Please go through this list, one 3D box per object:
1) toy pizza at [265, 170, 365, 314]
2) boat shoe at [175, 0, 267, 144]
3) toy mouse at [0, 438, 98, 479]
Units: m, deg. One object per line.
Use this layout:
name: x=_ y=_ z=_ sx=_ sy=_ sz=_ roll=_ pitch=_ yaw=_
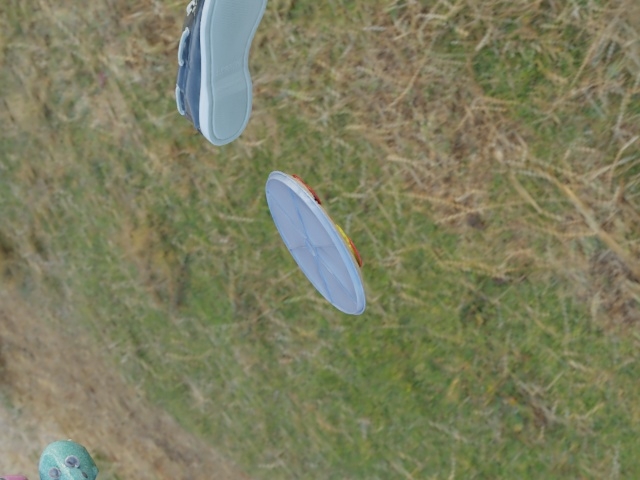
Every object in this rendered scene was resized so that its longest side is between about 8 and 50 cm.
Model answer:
toy pizza: x=0.000 y=0.000 z=1.174 sx=0.201 sy=0.032 sz=0.201 roll=51 pitch=162 yaw=23
boat shoe: x=-0.144 y=-0.274 z=1.304 sx=0.091 sy=0.114 sz=0.302 roll=35 pitch=128 yaw=30
toy mouse: x=-0.217 y=0.182 z=0.710 sx=0.161 sy=0.143 sz=0.031 roll=-21 pitch=113 yaw=24
